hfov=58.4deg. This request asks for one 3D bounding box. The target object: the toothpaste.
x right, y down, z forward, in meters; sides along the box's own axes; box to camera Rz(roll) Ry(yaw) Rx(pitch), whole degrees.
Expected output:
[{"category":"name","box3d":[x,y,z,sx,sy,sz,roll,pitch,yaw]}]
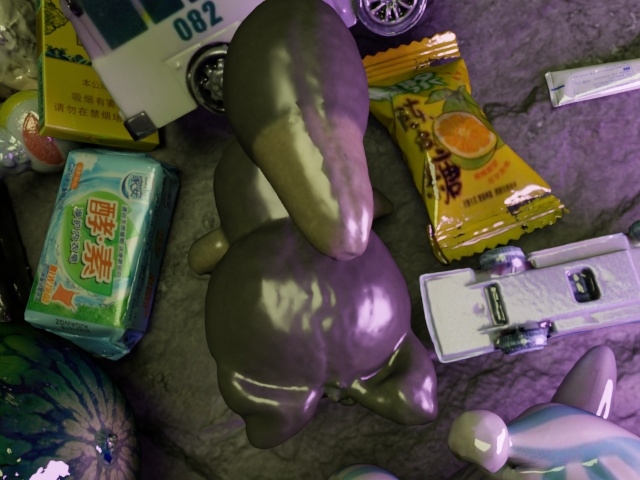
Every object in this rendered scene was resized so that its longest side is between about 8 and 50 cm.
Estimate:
[{"category":"toothpaste","box3d":[0.398,-0.210,0.715,0.218,0.033,0.052,-8,73,12]}]

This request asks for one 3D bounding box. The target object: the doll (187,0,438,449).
[{"category":"doll","box3d":[-0.034,0.009,0.572,0.252,0.379,0.383,-19,65,5]}]

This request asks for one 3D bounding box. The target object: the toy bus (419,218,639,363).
[{"category":"toy bus","box3d":[0.278,0.055,0.625,0.329,0.136,0.109,-13,74,8]}]

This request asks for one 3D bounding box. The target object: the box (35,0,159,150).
[{"category":"box","box3d":[-0.314,-0.268,0.804,0.041,0.153,0.279,-22,71,48]}]

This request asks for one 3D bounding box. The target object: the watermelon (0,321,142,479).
[{"category":"watermelon","box3d":[-0.369,0.251,0.606,0.363,0.363,0.364,-2,78,10]}]

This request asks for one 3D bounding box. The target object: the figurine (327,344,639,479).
[{"category":"figurine","box3d":[0.178,0.250,0.565,0.361,0.266,0.378,36,62,2]}]

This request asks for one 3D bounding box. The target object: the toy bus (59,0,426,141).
[{"category":"toy bus","box3d":[-0.077,-0.320,0.668,0.439,0.209,0.249,-24,119,14]}]

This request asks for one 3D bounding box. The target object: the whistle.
[{"category":"whistle","box3d":[-0.411,-0.125,0.778,0.123,0.123,0.223,37,58,15]}]

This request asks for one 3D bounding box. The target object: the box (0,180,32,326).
[{"category":"box","box3d":[-0.597,0.050,0.814,0.350,0.091,0.359,-25,75,6]}]

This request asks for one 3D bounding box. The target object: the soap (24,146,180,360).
[{"category":"soap","box3d":[-0.289,0.009,0.770,0.156,0.077,0.294,7,80,12]}]

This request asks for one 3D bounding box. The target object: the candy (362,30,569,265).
[{"category":"candy","box3d":[0.150,-0.122,0.700,0.187,0.081,0.297,-19,72,-14]}]

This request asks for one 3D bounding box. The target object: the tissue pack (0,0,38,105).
[{"category":"tissue pack","box3d":[-0.581,-0.340,0.840,0.375,0.195,0.390,-14,76,11]}]
